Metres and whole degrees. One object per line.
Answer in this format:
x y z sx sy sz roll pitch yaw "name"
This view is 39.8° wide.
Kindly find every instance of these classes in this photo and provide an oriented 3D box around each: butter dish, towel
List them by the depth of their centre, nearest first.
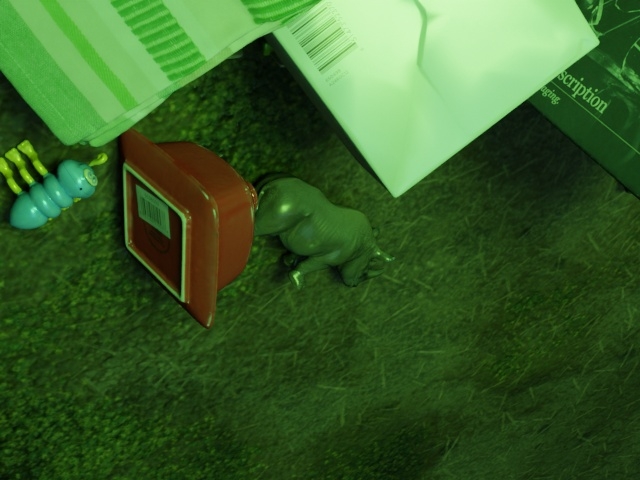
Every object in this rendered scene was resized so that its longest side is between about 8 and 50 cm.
-0.130 -0.222 0.599 0.324 0.038 0.248 -25 113 27 "towel"
-0.113 -0.027 0.853 0.118 0.160 0.160 -25 138 -34 "butter dish"

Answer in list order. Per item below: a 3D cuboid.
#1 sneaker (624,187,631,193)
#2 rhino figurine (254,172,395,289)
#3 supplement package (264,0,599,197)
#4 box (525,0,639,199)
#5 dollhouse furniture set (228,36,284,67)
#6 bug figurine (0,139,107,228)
0.402 -0.111 1.143 0.057 0.047 0.119 -2 129 -2 "sneaker"
0.000 0.000 0.982 0.106 0.073 0.243 -47 136 17 "rhino figurine"
0.051 -0.207 0.712 0.204 0.145 0.262 -37 107 3 "supplement package"
0.337 -0.212 0.802 0.179 0.343 0.312 24 112 -40 "box"
-0.049 -0.195 0.798 0.151 0.058 0.076 -11 131 -22 "dollhouse furniture set"
-0.326 -0.064 0.743 0.216 0.072 0.279 -37 136 3 "bug figurine"
